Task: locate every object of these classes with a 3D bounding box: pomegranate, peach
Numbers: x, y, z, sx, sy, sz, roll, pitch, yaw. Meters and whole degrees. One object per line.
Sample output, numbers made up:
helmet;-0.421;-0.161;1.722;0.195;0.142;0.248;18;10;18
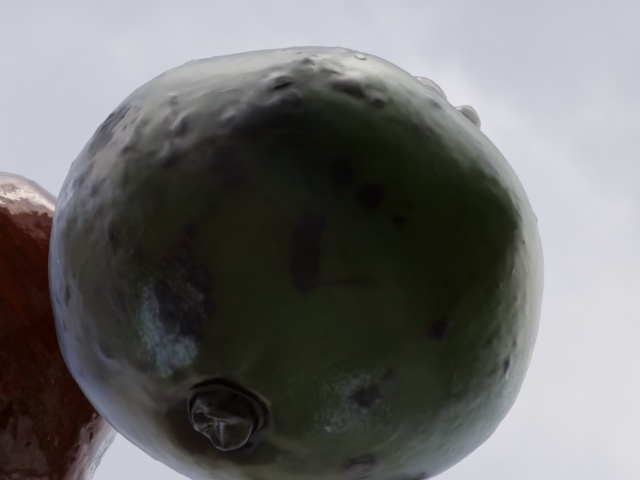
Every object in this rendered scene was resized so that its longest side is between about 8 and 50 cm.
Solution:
pomegranate;0.000;0.000;0.656;0.202;0.202;0.248;43;-143;-9
peach;-0.225;0.089;0.999;0.232;0.232;0.257;-17;-116;-26
